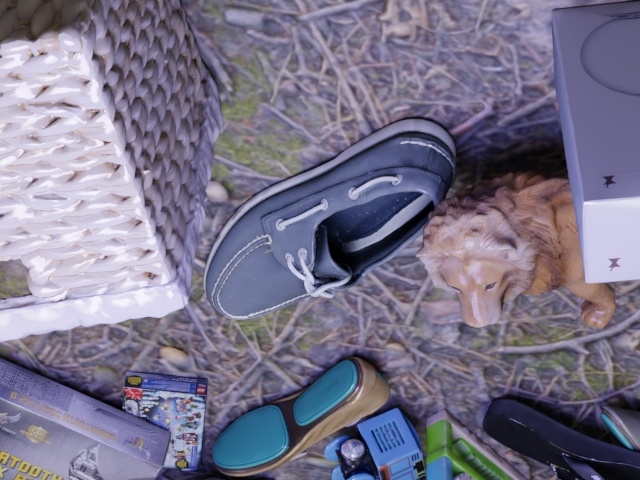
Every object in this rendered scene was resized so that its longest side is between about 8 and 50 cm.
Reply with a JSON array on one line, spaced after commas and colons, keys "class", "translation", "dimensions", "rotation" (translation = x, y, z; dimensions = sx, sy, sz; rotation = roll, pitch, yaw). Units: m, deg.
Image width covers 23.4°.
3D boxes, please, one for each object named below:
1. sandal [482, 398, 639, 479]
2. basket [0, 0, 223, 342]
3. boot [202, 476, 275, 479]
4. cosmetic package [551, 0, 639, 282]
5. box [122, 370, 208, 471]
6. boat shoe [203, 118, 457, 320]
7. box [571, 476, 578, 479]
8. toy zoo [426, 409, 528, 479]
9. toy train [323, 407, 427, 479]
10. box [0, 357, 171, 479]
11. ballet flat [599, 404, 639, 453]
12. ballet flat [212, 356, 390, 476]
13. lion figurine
[{"class": "sandal", "translation": [0.296, 0.258, 1.720], "dimensions": [0.254, 0.054, 0.097], "rotation": [22, 151, 10]}, {"class": "basket", "translation": [-0.277, -0.115, 1.289], "dimensions": [0.328, 0.331, 0.266], "rotation": [-7, 125, 8]}, {"class": "boot", "translation": [-0.146, 0.341, 1.812], "dimensions": [0.198, 0.077, 0.137], "rotation": [-30, 164, 20]}, {"class": "cosmetic package", "translation": [0.394, -0.103, 1.297], "dimensions": [0.377, 0.284, 0.097], "rotation": [-6, 132, 6]}, {"class": "box", "translation": [-0.179, 0.208, 1.764], "dimensions": [0.093, 0.027, 0.137], "rotation": [6, 132, -2]}, {"class": "boat shoe", "translation": [0.000, 0.000, 1.524], "dimensions": [0.319, 0.099, 0.116], "rotation": [-34, 122, 27]}, {"class": "box", "translation": [0.375, 0.348, 1.866], "dimensions": [0.207, 0.036, 0.114], "rotation": [14, 131, -10]}, {"class": "toy zoo", "translation": [0.188, 0.348, 1.700], "dimensions": [0.030, 0.293, 0.192], "rotation": [-32, 124, 27]}, {"class": "toy train", "translation": [0.069, 0.272, 1.770], "dimensions": [0.105, 0.080, 0.184], "rotation": [-21, 142, -5]}, {"class": "box", "translation": [-0.309, 0.241, 1.757], "dimensions": [0.231, 0.056, 0.183], "rotation": [26, 132, -12]}, {"class": "ballet flat", "translation": [0.383, 0.239, 1.760], "dimensions": [0.068, 0.072, 0.213], "rotation": [-38, 126, -2]}, {"class": "ballet flat", "translation": [-0.018, 0.209, 1.732], "dimensions": [0.232, 0.080, 0.073], "rotation": [-32, 139, 28]}, {"class": "lion figurine", "translation": [0.293, -0.028, 1.428], "dimensions": [0.392, 0.142, 0.240], "rotation": [-26, 147, 14]}]
